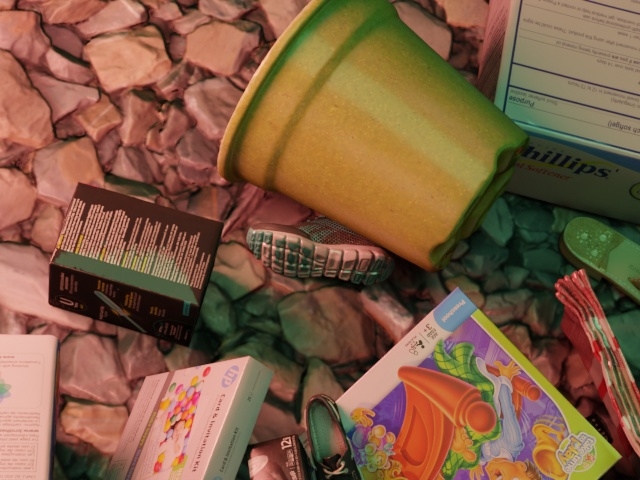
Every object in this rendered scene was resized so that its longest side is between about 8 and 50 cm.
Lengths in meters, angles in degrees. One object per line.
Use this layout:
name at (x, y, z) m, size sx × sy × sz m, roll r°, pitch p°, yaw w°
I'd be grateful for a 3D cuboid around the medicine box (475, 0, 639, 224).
medicine box at (0.326, -0.193, 1.859) m, size 0.263 × 0.149 × 0.289 m, roll 14°, pitch 64°, yaw -4°

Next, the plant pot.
plant pot at (0.072, -0.106, 1.691) m, size 0.254 × 0.276 × 0.276 m, roll 36°, pitch 64°, yaw 10°

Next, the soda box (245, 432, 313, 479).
soda box at (-0.029, 0.270, 1.487) m, size 0.053 × 0.060 × 0.169 m, roll -15°, pitch 53°, yaw 5°

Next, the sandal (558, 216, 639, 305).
sandal at (0.392, 0.033, 1.805) m, size 0.240 × 0.079 × 0.088 m, roll 26°, pitch 63°, yaw 2°

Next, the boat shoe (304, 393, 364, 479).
boat shoe at (0.013, 0.210, 1.536) m, size 0.046 × 0.038 × 0.125 m, roll -13°, pitch 78°, yaw 6°

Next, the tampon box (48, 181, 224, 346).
tampon box at (-0.196, 0.025, 1.672) m, size 0.161 × 0.120 × 0.101 m, roll 17°, pitch 64°, yaw -3°

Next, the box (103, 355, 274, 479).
box at (-0.136, 0.196, 1.574) m, size 0.038 × 0.186 × 0.145 m, roll 37°, pitch 60°, yaw -29°

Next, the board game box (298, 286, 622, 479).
board game box at (0.093, 0.251, 1.581) m, size 0.347 × 0.078 × 0.233 m, roll -43°, pitch 79°, yaw -3°

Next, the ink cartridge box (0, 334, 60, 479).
ink cartridge box at (-0.380, 0.272, 1.431) m, size 0.270 × 0.151 × 0.395 m, roll 1°, pitch 42°, yaw -7°

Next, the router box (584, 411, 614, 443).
router box at (0.240, 0.235, 1.675) m, size 0.122 × 0.092 × 0.038 m, roll -23°, pitch 74°, yaw -19°

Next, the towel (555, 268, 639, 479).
towel at (0.323, 0.207, 1.633) m, size 0.037 × 0.237 × 0.329 m, roll -23°, pitch 70°, yaw 4°

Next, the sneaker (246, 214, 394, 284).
sneaker at (0.000, 0.000, 1.765) m, size 0.166 × 0.065 × 0.076 m, roll 11°, pitch 47°, yaw -9°
